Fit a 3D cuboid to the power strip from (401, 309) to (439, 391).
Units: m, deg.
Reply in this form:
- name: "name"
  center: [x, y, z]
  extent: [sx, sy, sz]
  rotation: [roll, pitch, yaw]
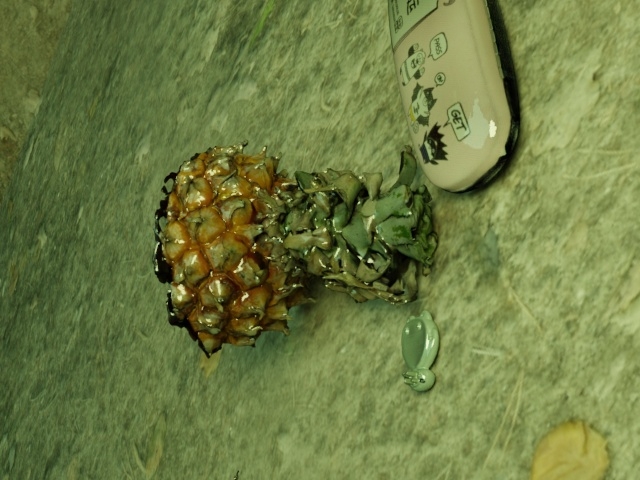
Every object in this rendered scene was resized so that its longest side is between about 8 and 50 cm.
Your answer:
- name: "power strip"
  center: [0.097, 0.113, 1.045]
  extent: [0.055, 0.035, 0.083]
  rotation: [-29, 54, 49]

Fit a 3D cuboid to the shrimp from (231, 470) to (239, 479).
- name: "shrimp"
  center: [-0.143, 0.450, 1.197]
  extent: [0.410, 0.166, 0.221]
  rotation: [-55, 12, 23]

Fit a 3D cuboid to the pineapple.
- name: "pineapple"
  center: [0.000, 0.000, 1.109]
  extent: [0.271, 0.262, 0.262]
  rotation: [-5, 74, 32]

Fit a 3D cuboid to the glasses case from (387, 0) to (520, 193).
- name: "glasses case"
  center: [0.132, -0.195, 1.052]
  extent: [0.122, 0.075, 0.314]
  rotation: [-34, 52, 43]
